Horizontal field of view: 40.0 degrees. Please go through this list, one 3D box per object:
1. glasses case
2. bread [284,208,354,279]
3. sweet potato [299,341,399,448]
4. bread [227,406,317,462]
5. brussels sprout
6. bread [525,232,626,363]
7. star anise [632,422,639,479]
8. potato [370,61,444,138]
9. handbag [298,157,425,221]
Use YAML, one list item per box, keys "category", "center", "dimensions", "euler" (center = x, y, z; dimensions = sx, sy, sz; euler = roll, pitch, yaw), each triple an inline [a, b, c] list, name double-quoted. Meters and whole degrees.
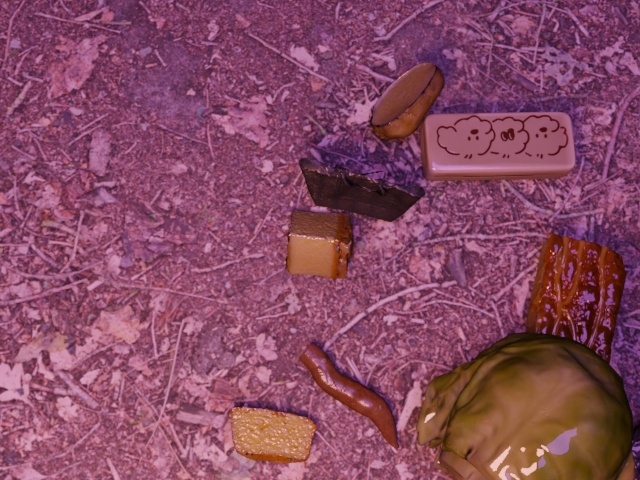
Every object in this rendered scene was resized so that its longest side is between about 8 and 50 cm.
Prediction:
- category: "glasses case"
  center: [0.397, -0.212, 1.981]
  dimensions: [0.336, 0.076, 0.144]
  euler: [-2, 77, -5]
- category: "bread"
  center: [0.000, 0.000, 1.909]
  dimensions: [0.147, 0.127, 0.152]
  euler: [8, 43, -1]
- category: "sweet potato"
  center: [0.071, 0.324, 1.839]
  dimensions: [0.281, 0.059, 0.067]
  euler: [39, 86, 6]
- category: "bread"
  center: [-0.104, 0.398, 1.796]
  dimensions: [0.187, 0.065, 0.103]
  euler: [8, 66, -11]
- category: "brussels sprout"
  center: [0.411, 0.356, 1.672]
  dimensions: [0.361, 0.425, 0.342]
  euler: [-42, 109, -12]
- category: "bread"
  center: [0.546, 0.140, 1.894]
  dimensions: [0.184, 0.114, 0.275]
  euler: [16, 74, -1]
- category: "star anise"
  center: [0.653, 0.463, 1.827]
  dimensions: [0.257, 0.110, 0.198]
  euler: [-29, 69, -15]
- category: "potato"
  center: [0.204, -0.303, 1.965]
  dimensions: [0.081, 0.164, 0.200]
  euler: [41, 81, -27]
- category: "handbag"
  center: [0.083, -0.116, 1.883]
  dimensions: [0.270, 0.175, 0.089]
  euler: [13, 78, 1]
